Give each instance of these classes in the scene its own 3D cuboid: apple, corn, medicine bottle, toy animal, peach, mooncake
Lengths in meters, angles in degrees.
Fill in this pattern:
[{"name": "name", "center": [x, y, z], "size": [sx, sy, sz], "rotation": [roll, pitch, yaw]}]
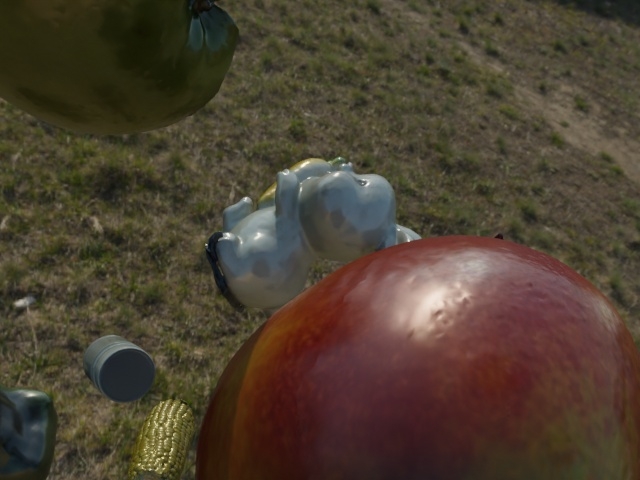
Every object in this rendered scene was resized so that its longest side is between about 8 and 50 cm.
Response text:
[{"name": "apple", "center": [-0.205, -0.257, 0.510], "size": [0.257, 0.233, 0.295], "rotation": [17, 77, 20]}, {"name": "corn", "center": [-0.258, 0.337, 0.945], "size": [0.091, 0.260, 0.091], "rotation": [-34, 97, -2]}, {"name": "medicine bottle", "center": [-0.215, 0.135, 0.614], "size": [0.058, 0.091, 0.058], "rotation": [0, 89, -31]}, {"name": "toy animal", "center": [-0.002, -0.006, 0.854], "size": [0.309, 0.183, 0.247], "rotation": [-19, 77, 0]}, {"name": "peach", "center": [0.083, 0.162, 0.477], "size": [0.369, 0.370, 0.370], "rotation": [13, 43, -12]}, {"name": "mooncake", "center": [-0.636, 0.339, 0.966], "size": [0.351, 0.351, 0.187], "rotation": [0, 37, -24]}]
